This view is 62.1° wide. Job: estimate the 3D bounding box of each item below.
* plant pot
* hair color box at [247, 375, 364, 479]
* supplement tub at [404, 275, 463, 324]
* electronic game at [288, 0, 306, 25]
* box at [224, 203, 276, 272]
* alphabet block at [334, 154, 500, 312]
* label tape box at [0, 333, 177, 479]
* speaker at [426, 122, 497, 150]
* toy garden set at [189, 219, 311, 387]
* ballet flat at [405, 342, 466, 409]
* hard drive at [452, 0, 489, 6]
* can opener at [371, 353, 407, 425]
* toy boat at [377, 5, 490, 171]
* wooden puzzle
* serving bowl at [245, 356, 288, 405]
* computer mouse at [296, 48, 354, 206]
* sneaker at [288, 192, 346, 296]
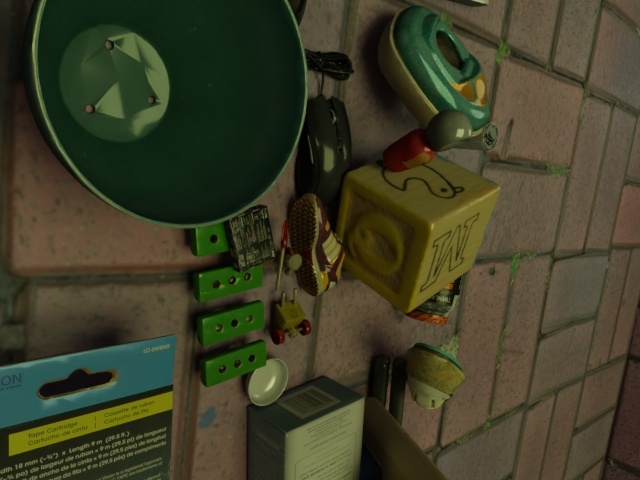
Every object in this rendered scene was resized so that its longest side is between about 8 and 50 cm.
[{"bbox_3d":[-0.185,-0.173,0.584,0.290,0.195,0.290,-14,111,-40],"label":"plant pot"},{"bbox_3d":[-0.029,0.460,0.962,0.185,0.113,0.375,-9,107,-42],"label":"hair color box"},{"bbox_3d":[0.238,0.072,1.110,0.117,0.117,0.190,7,95,-44],"label":"supplement tub"},{"bbox_3d":[-0.095,-0.372,0.721,0.229,0.048,0.229,-19,115,-48],"label":"electronic game"},{"bbox_3d":[-0.101,-0.003,0.771,0.067,0.018,0.083,-25,115,-35],"label":"box"},{"bbox_3d":[0.160,-0.027,0.928,0.197,0.192,0.193,-27,137,-37],"label":"alphabet block"},{"bbox_3d":[-0.312,0.274,0.646,0.240,0.106,0.334,-3,103,-43],"label":"label tape box"},{"bbox_3d":[0.281,-0.210,1.061,0.055,0.136,0.055,-13,109,-40],"label":"speaker"},{"bbox_3d":[-0.108,0.079,0.833,0.203,0.049,0.244,-12,109,-39],"label":"toy garden set"},{"bbox_3d":[0.231,0.291,1.096,0.123,0.123,0.348,-64,160,-10],"label":"ballet flat"},{"bbox_3d":[0.266,-0.622,1.004,0.203,0.040,0.308,-11,109,-41],"label":"hard drive"},{"bbox_3d":[0.145,0.376,1.152,0.095,0.076,0.284,-32,128,-72],"label":"can opener"},{"bbox_3d":[0.203,-0.245,0.896,0.267,0.148,0.318,40,50,-25],"label":"toy boat"},{"bbox_3d":[0.111,0.522,0.991,0.080,0.322,0.348,1,102,-20],"label":"wooden puzzle"},{"bbox_3d":[-0.095,0.235,0.898,0.083,0.027,0.083,-14,110,-42],"label":"serving bowl"},{"bbox_3d":[-0.012,-0.178,0.844,0.184,0.060,0.262,-1,102,-44],"label":"computer mouse"},{"bbox_3d":[0.000,0.000,0.902,0.084,0.069,0.186,-26,126,-39],"label":"sneaker"}]
